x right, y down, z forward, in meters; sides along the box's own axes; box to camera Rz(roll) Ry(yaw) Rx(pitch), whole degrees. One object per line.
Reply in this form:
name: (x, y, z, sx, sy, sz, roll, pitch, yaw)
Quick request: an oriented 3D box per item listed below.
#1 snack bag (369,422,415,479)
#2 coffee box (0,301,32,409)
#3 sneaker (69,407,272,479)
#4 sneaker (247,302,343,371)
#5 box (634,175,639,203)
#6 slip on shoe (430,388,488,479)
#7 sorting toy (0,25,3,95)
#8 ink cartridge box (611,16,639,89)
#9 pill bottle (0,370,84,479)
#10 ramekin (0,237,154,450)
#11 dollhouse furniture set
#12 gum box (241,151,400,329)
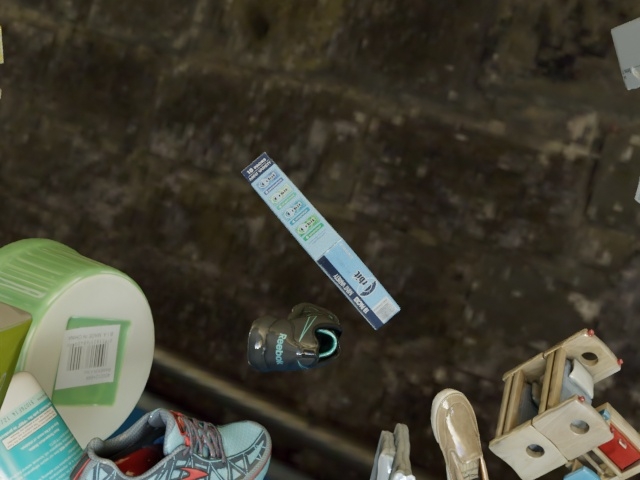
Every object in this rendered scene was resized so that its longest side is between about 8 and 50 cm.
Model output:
snack bag: (0.041, 0.355, 1.237, 0.037, 0.323, 0.342, 13, 180, 3)
coffee box: (-0.422, 0.157, 0.815, 0.334, 0.338, 0.337, 20, 180, -1)
sneaker: (-0.157, 0.245, 1.423, 0.261, 0.125, 0.104, -14, -140, -37)
sneaker: (-0.013, 0.151, 1.842, 0.106, 0.101, 0.267, 4, -174, 20)
box: (0.487, -0.080, 1.682, 0.087, 0.101, 0.102, 44, 169, 21)
slip on shoe: (0.152, 0.222, 1.342, 0.051, 0.135, 0.041, -16, -163, -25)
sorting toy: (-0.451, -0.141, 1.461, 0.132, 0.274, 0.046, 19, -145, -24)
ink cartridge box: (0.490, -0.264, 1.592, 0.208, 0.087, 0.153, -18, -176, -4)
pill bottle: (-0.331, 0.295, 1.474, 0.264, 0.146, 0.146, 57, -179, -2)
ramekin: (-0.378, 0.158, 1.812, 0.148, 0.303, 0.303, 13, 179, 34)
dollhouse furniture set: (0.307, 0.222, 1.433, 0.183, 0.129, 0.129, 44, -145, -15)
gum box: (0.000, 0.000, 1.450, 0.184, 0.041, 0.157, 48, 179, 44)
